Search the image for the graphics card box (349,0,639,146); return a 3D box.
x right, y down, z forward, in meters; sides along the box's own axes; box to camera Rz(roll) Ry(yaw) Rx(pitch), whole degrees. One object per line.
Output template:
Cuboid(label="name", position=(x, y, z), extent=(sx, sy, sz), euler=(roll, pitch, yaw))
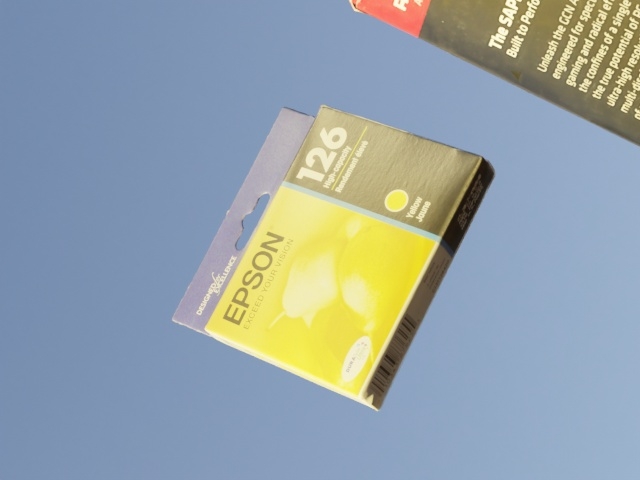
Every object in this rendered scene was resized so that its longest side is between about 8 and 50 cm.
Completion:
Cuboid(label="graphics card box", position=(0.211, -0.101, 0.417), extent=(0.094, 0.371, 0.232), euler=(-53, -13, -45))

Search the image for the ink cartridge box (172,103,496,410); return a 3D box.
Cuboid(label="ink cartridge box", position=(0.000, 0.000, 1.556), extent=(0.303, 0.307, 0.072), euler=(-63, -30, -11))
